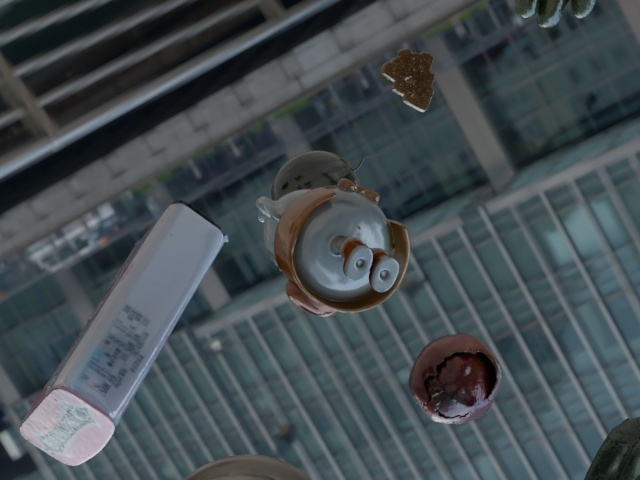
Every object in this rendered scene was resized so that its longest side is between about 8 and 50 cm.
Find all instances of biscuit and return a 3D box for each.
[{"bbox_3d":[0.127,-0.219,1.801,0.082,0.092,0.016,-22,-179,-23],"label":"biscuit"}]

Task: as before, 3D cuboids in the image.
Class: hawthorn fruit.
[{"bbox_3d":[0.204,0.221,2.060,0.148,0.148,0.172,-25,171,28],"label":"hawthorn fruit"}]

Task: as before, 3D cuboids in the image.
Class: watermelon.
[{"bbox_3d":[0.005,-0.065,1.603,0.133,0.105,0.105,-32,-172,1],"label":"watermelon"}]

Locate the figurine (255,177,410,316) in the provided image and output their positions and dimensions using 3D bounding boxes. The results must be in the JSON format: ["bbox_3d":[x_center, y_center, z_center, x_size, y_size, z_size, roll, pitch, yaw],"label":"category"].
[{"bbox_3d":[0.006,-0.007,1.399,0.143,0.143,0.271,-29,-151,1],"label":"figurine"}]

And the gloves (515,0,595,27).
[{"bbox_3d":[0.206,-0.333,1.268,0.107,0.268,0.135,-37,-151,-24],"label":"gloves"}]

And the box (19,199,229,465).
[{"bbox_3d":[-0.268,0.123,1.839,0.190,0.112,0.369,-40,-164,50],"label":"box"}]

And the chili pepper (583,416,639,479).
[{"bbox_3d":[0.498,0.399,1.896,0.256,0.248,0.233,-62,172,-1],"label":"chili pepper"}]

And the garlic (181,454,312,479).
[{"bbox_3d":[-0.134,0.402,1.682,0.340,0.246,0.231,-23,-160,-11],"label":"garlic"}]
